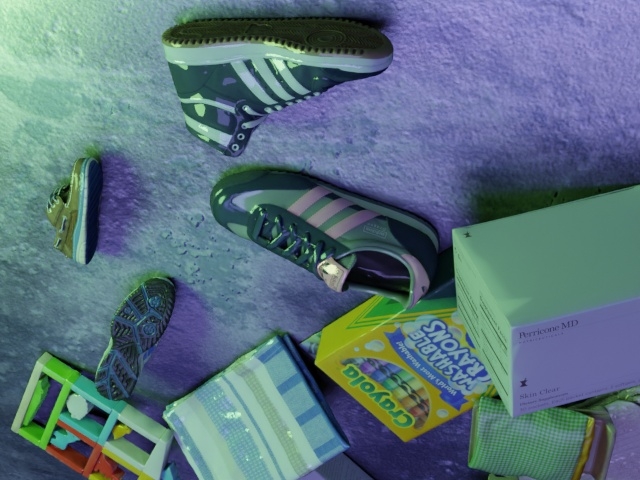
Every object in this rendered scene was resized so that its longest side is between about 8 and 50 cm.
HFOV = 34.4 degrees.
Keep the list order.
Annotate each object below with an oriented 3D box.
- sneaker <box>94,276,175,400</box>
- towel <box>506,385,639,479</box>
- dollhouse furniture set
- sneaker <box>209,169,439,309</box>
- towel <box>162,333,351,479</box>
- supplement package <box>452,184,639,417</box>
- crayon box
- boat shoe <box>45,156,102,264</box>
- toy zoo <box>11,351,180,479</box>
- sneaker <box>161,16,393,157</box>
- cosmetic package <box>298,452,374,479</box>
[{"bbox_3d":[-0.280,0.138,1.556,0.080,0.081,0.211,28,109,-9],"label":"sneaker"},{"bbox_3d":[0.414,0.331,1.578,0.282,0.049,0.187,-32,115,30],"label":"towel"},{"bbox_3d":[0.312,0.379,1.491,0.197,0.151,0.302,2,134,6],"label":"dollhouse furniture set"},{"bbox_3d":[0.000,0.000,1.355,0.318,0.131,0.112,14,129,1],"label":"sneaker"},{"bbox_3d":[-0.107,0.292,1.598,0.285,0.034,0.209,-36,80,30],"label":"towel"},{"bbox_3d":[0.316,0.066,1.247,0.261,0.204,0.145,-14,126,-5],"label":"supplement package"},{"bbox_3d":[0.142,0.165,1.484,0.323,0.083,0.203,-35,114,31],"label":"crayon box"},{"bbox_3d":[-0.346,-0.042,1.433,0.066,0.066,0.183,16,128,1],"label":"boat shoe"},{"bbox_3d":[-0.361,0.326,1.702,0.293,0.030,0.192,32,128,2],"label":"toy zoo"},{"bbox_3d":[-0.047,-0.181,1.245,0.282,0.099,0.153,5,123,16],"label":"sneaker"},{"bbox_3d":[-0.013,0.392,1.688,0.117,0.085,0.231,-34,115,31],"label":"cosmetic package"}]
